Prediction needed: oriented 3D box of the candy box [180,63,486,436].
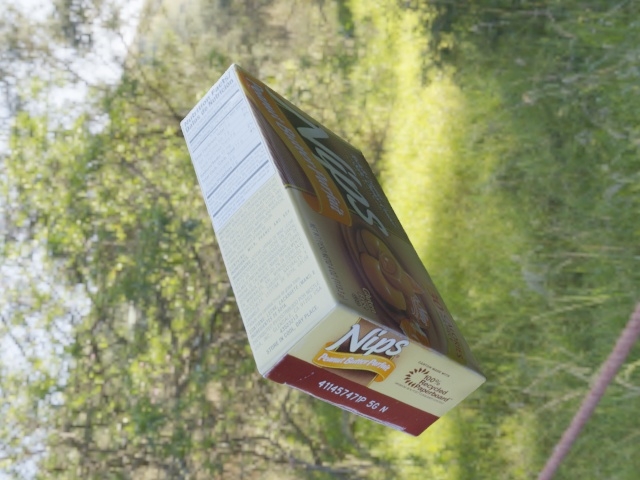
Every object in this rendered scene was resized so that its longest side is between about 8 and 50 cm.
[{"bbox_3d":[0.000,0.000,0.764,0.087,0.183,0.316,-44,42,18],"label":"candy box"}]
